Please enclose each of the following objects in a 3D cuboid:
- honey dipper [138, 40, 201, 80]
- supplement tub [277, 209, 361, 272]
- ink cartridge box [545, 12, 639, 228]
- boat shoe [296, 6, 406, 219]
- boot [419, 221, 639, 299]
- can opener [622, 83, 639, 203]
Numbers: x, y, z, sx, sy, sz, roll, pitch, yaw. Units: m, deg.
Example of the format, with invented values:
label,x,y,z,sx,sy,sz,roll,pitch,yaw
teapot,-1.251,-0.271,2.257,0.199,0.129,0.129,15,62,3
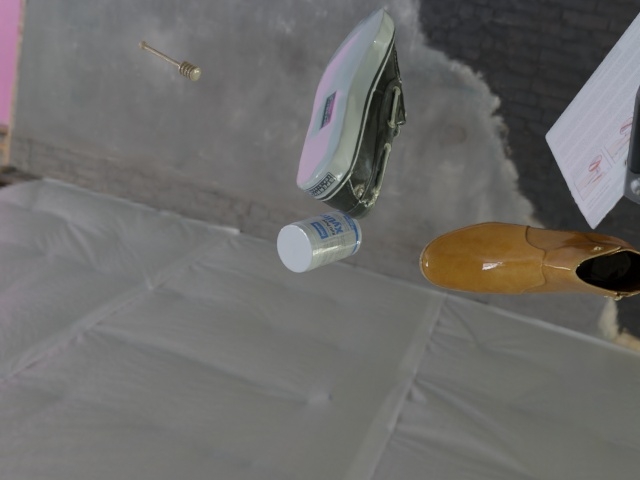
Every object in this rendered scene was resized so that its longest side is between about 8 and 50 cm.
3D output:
label,x,y,z,sx,sy,sz,roll,pitch,yaw
honey dipper,-0.309,-0.366,1.674,0.161,0.030,0.030,30,-157,24
supplement tub,0.000,0.000,1.155,0.071,0.071,0.107,24,-152,35
ink cartridge box,0.502,-0.198,1.272,0.091,0.308,0.385,29,-154,-11
boat shoe,0.038,-0.116,0.749,0.070,0.219,0.078,33,146,-26
boot,0.297,0.029,1.125,0.295,0.104,0.211,-2,-176,-4
can opener,0.417,-0.121,0.997,0.076,0.095,0.283,23,163,25
